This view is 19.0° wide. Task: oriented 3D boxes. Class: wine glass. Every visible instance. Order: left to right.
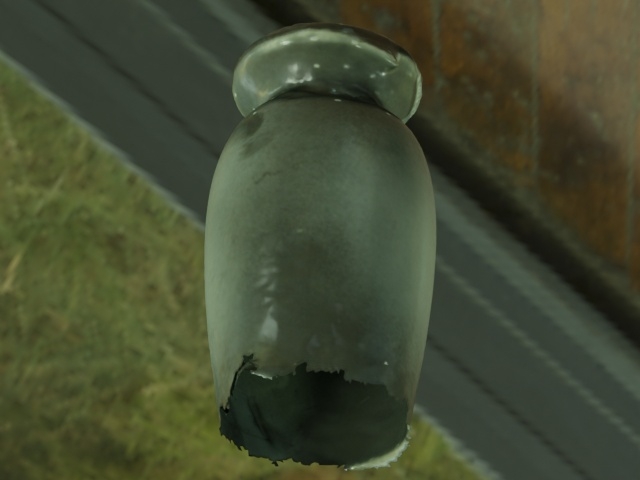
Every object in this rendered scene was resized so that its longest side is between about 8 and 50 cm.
[{"bbox_3d":[0.000,0.000,0.904,0.111,0.204,0.111,2,147,2],"label":"wine glass"}]
